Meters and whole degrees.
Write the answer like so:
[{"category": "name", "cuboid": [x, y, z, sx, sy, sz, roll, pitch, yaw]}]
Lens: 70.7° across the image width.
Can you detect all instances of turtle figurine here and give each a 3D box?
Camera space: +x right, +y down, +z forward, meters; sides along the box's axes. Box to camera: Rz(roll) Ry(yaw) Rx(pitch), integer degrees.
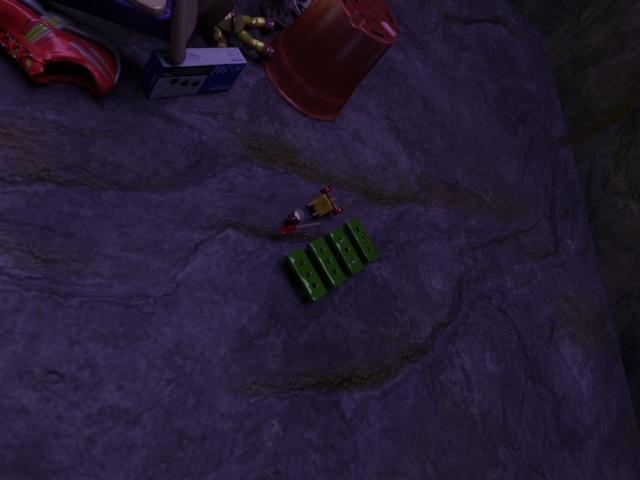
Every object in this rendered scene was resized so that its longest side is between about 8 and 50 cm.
[{"category": "turtle figurine", "cuboid": [-0.215, -0.528, 1.075, 0.217, 0.087, 0.269, 4, 68, -39]}]

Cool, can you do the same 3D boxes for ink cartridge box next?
[{"category": "ink cartridge box", "cuboid": [-0.260, -0.350, 0.938, 0.207, 0.097, 0.046, -27, 84, -45]}]

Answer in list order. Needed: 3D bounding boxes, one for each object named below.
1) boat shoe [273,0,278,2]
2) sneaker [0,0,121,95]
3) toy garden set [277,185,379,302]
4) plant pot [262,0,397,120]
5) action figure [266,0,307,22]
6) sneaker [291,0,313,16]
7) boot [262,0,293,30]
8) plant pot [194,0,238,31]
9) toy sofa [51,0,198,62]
[{"category": "boat shoe", "cuboid": [-0.126, -0.778, 1.305, 0.073, 0.073, 0.207, 16, 57, -35]}, {"category": "sneaker", "cuboid": [-0.479, -0.325, 0.743, 0.279, 0.107, 0.118, 14, 68, -31]}, {"category": "toy garden set", "cuboid": [0.000, 0.000, 1.000, 0.244, 0.049, 0.203, -29, 88, -44]}, {"category": "plant pot", "cuboid": [0.035, -0.495, 1.148, 0.272, 0.265, 0.272, 19, 56, -32]}, {"category": "action figure", "cuboid": [-0.114, -0.664, 1.164, 0.276, 0.141, 0.164, 12, 55, 2]}, {"category": "sneaker", "cuboid": [-0.027, -0.750, 1.350, 0.100, 0.108, 0.271, 10, 62, -38]}, {"category": "boot", "cuboid": [-0.114, -0.628, 1.260, 0.118, 0.042, 0.087, -12, 80, -41]}, {"category": "plant pot", "cuboid": [-0.301, -0.581, 0.879, 0.229, 0.263, 0.263, 0, 66, -59]}, {"category": "toy sofa", "cuboid": [-0.399, -0.432, 0.757, 0.363, 0.150, 0.177, 17, 59, -10]}]
